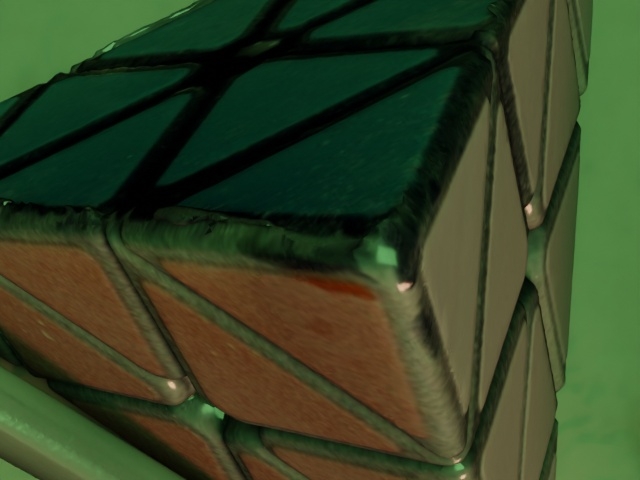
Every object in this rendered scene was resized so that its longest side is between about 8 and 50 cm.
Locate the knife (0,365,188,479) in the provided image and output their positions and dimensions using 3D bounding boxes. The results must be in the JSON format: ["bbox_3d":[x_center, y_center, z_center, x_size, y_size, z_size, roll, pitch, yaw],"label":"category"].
[{"bbox_3d":[-0.065,0.085,0.567,0.162,0.044,0.023,35,62,-17],"label":"knife"}]

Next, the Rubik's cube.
[{"bbox_3d":[-0.002,0.001,0.532,0.228,0.233,0.229,-53,50,33],"label":"Rubik's cube"}]
